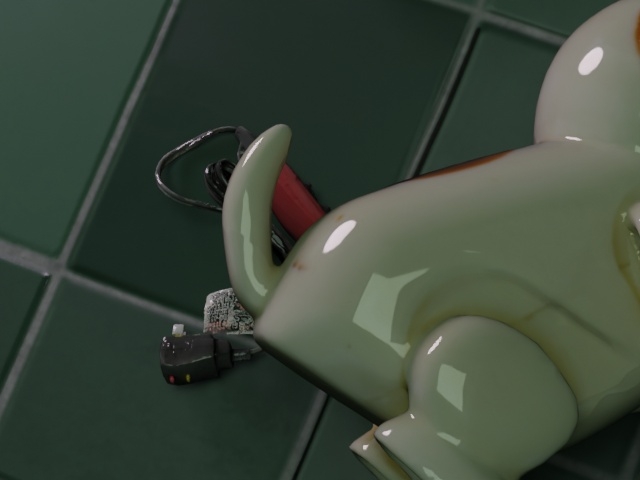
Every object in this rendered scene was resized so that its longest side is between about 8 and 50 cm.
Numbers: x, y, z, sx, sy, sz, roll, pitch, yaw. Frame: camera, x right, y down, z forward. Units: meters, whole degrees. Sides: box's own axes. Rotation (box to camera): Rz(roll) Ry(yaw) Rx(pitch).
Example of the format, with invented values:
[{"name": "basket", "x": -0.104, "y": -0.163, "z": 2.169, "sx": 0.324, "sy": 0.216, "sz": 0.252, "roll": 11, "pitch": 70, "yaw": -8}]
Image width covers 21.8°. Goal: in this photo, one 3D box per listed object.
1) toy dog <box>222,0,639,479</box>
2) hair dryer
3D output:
[{"name": "toy dog", "x": 0.173, "y": 0.006, "z": 1.176, "sx": 0.408, "sy": 0.284, "sz": 0.395, "roll": -44, "pitch": 76, "yaw": -9}, {"name": "hair dryer", "x": 0.000, "y": 0.000, "z": 1.313, "sx": 0.293, "sy": 0.080, "sz": 0.224, "roll": -3, "pitch": 75, "yaw": 13}]
